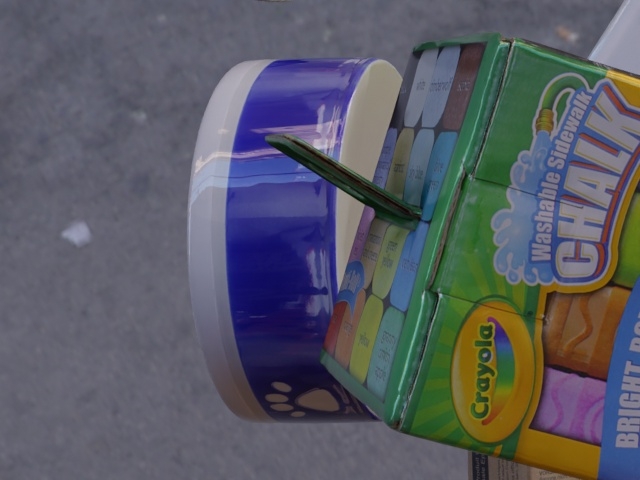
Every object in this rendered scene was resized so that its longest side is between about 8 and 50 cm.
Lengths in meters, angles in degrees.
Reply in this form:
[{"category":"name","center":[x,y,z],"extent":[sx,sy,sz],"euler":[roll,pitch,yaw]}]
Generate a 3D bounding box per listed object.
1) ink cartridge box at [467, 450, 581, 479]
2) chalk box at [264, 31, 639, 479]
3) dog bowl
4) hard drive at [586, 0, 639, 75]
[{"category":"ink cartridge box","center":[0.234,0.176,1.259],"extent":[0.234,0.193,0.088],"euler":[-3,2,-28]},{"category":"chalk box","center":[0.110,0.011,0.739],"extent":[0.289,0.180,0.179],"euler":[15,93,-9]},{"category":"dog bowl","center":[0.000,0.000,1.131],"extent":[0.104,0.265,0.265],"euler":[-1,50,18]},{"category":"hard drive","center":[0.352,-0.086,1.641],"extent":[0.233,0.047,0.353],"euler":[33,99,8]}]
